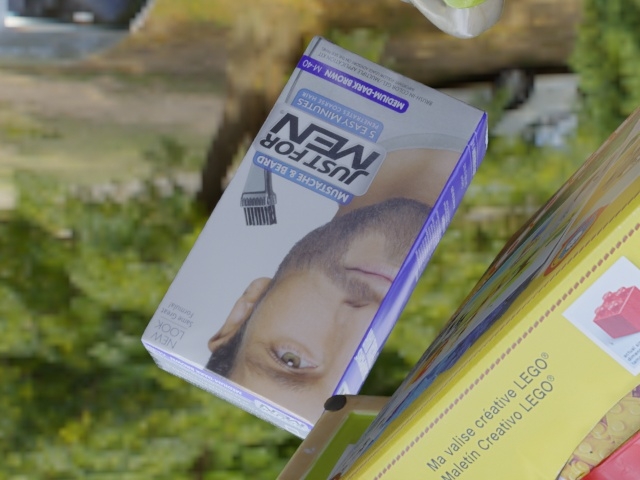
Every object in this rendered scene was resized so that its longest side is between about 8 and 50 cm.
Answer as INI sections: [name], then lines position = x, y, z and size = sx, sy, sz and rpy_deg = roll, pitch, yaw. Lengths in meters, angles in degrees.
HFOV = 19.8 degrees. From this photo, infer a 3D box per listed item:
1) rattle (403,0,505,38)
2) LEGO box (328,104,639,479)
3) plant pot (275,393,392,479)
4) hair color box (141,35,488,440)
[rattle]
position = 0.074, -0.186, 0.962
size = 0.130, 0.143, 0.200
rpy_deg = 42, 176, -7
[LEGO box]
position = 0.245, 0.004, 0.990
size = 0.500, 0.193, 0.372
rpy_deg = -50, 179, 41
[plant pot]
position = 0.073, 0.233, 1.246
size = 0.228, 0.207, 0.227
rpy_deg = 2, -143, 34
[hair color box]
position = 0.000, 0.000, 1.700
size = 0.185, 0.339, 0.110
rpy_deg = 25, 167, 13
